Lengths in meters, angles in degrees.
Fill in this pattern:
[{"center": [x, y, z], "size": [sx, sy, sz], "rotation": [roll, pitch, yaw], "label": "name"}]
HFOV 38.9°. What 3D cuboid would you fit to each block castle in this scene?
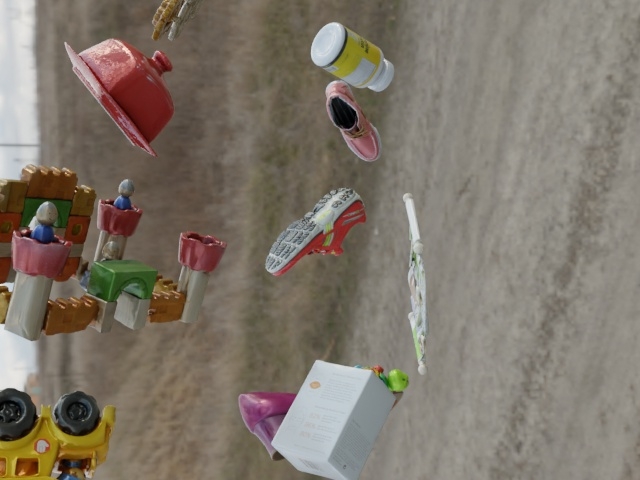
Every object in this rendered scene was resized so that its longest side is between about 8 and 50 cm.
[{"center": [-0.406, 0.007, 1.532], "size": [0.303, 0.453, 0.213], "rotation": [21, 101, 30], "label": "block castle"}]

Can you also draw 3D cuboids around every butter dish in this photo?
[{"center": [-0.264, -0.225, 1.290], "size": [0.160, 0.118, 0.160], "rotation": [47, 173, 41], "label": "butter dish"}]

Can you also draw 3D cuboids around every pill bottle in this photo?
[{"center": [0.076, -0.402, 2.017], "size": [0.103, 0.184, 0.103], "rotation": [-24, 55, 41], "label": "pill bottle"}]

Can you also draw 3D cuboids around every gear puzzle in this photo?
[{"center": [-0.205, -0.415, 1.452], "size": [0.175, 0.044, 0.339], "rotation": [-51, 11, 43], "label": "gear puzzle"}]

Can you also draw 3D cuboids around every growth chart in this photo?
[{"center": [0.147, 0.061, 1.387], "size": [0.172, 0.021, 0.237], "rotation": [-94, -1, -64], "label": "growth chart"}]

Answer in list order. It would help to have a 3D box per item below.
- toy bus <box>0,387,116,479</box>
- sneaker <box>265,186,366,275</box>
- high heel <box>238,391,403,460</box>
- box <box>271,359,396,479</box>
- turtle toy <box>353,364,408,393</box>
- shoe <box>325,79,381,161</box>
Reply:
[{"center": [-0.407, 0.334, 1.292], "size": [0.149, 0.220, 0.211], "rotation": [120, 148, -47], "label": "toy bus"}, {"center": [0.000, 0.000, 2.084], "size": [0.118, 0.279, 0.107], "rotation": [56, 166, -26], "label": "sneaker"}, {"center": [0.005, 0.364, 2.086], "size": [0.181, 0.377, 0.127], "rotation": [52, 141, 36], "label": "high heel"}, {"center": [0.024, 0.301, 1.509], "size": [0.130, 0.091, 0.170], "rotation": [4, 53, 43], "label": "box"}, {"center": [0.108, 0.281, 1.779], "size": [0.095, 0.130, 0.066], "rotation": [-93, 6, -59], "label": "turtle toy"}, {"center": [0.061, -0.212, 1.705], "size": [0.178, 0.063, 0.081], "rotation": [59, -163, -24], "label": "shoe"}]
